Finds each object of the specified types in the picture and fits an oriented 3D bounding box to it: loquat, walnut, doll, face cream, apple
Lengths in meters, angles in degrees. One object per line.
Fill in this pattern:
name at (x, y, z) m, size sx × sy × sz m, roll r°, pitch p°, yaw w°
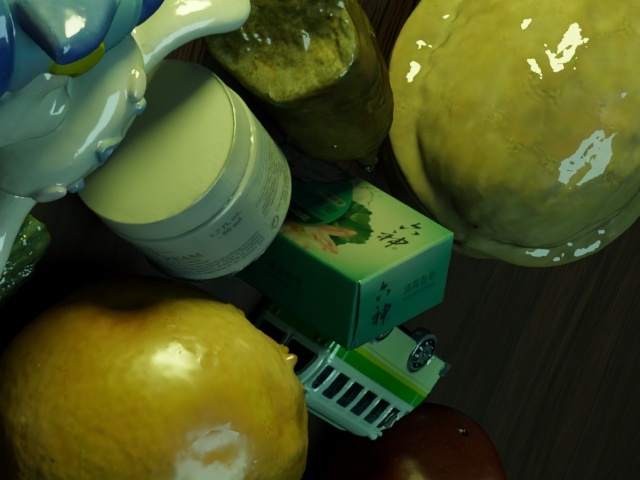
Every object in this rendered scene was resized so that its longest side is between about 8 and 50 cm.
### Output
loquat at (-0.173, 0.190, 1.870) m, size 0.328 × 0.328 × 0.328 m, roll -34°, pitch 142°, yaw -31°
walnut at (0.240, -0.148, 2.113) m, size 0.381 × 0.381 × 0.381 m, roll -34°, pitch 142°, yaw -31°
doll at (-0.236, -0.150, 1.597) m, size 0.376 × 0.187 × 0.365 m, roll -65°, pitch 158°, yaw -15°
face cream at (-0.132, -0.065, 1.824) m, size 0.177 × 0.177 × 0.153 m, roll -52°, pitch 149°, yaw -6°
apple at (0.123, 0.341, 2.469) m, size 0.217 × 0.260 × 0.260 m, roll 8°, pitch 114°, yaw -30°

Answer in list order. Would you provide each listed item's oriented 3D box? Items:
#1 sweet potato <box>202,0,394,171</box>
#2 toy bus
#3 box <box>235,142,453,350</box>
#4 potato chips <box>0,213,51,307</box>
sweet potato at (-0.006, -0.174, 1.930) m, size 0.158 × 0.158 × 0.369 m, roll -53°, pitch 159°, yaw -4°
toy bus at (0.030, 0.138, 2.273) m, size 0.164 × 0.134 × 0.276 m, roll -55°, pitch 147°, yaw -3°
box at (0.000, 0.000, 1.999) m, size 0.153 × 0.245 × 0.092 m, roll -26°, pitch 135°, yaw -41°
potato chips at (-0.336, 0.051, 1.800) m, size 0.207 × 0.028 × 0.092 m, roll -45°, pitch 146°, yaw -21°
